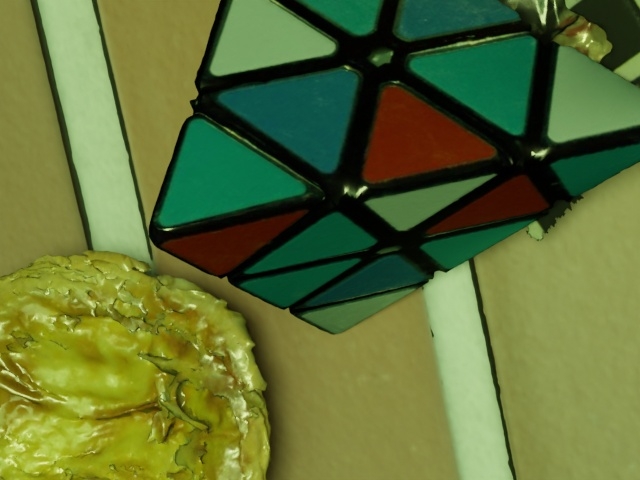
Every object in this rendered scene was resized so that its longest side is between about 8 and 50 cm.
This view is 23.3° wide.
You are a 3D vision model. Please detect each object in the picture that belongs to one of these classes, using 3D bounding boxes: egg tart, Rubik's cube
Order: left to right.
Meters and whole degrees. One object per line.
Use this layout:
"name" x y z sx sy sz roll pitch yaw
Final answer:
"egg tart" -0.132 0.119 0.997 0.252 0.098 0.232 -16 87 24
"Rubik's cube" 0.000 0.000 0.854 0.284 0.250 0.234 32 144 18

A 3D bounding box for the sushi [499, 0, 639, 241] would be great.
"sushi" 0.116 -0.138 0.836 0.210 0.040 0.193 51 129 11
